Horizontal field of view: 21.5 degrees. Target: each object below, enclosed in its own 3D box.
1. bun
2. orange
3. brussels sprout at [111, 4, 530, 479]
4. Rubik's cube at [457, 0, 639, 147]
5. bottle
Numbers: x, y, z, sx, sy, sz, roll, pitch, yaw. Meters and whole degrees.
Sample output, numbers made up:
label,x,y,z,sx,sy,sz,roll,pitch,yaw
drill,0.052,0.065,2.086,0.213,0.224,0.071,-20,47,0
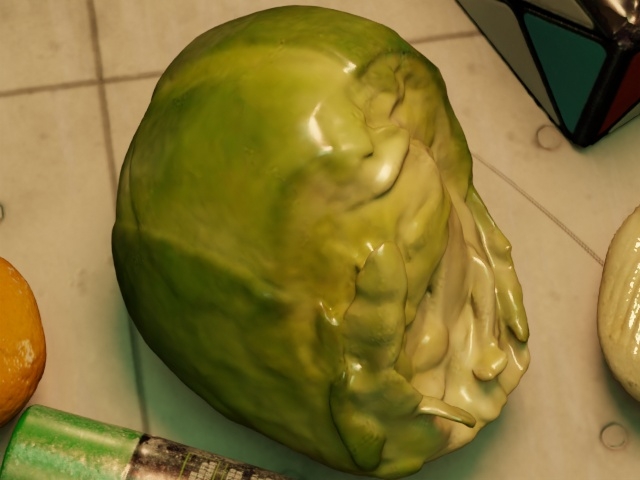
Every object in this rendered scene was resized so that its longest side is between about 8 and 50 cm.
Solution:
label,x,y,z,sx,sy,sz,roll,pitch,yaw
bun,0.342,0.054,1.389,0.231,0.133,0.231,-12,58,20
orange,-0.304,0.086,1.336,0.177,0.177,0.155,-46,117,-16
brussels sprout,0.000,0.000,1.319,0.276,0.314,0.371,-44,114,-41
Rubik's cube,0.261,-0.269,1.446,0.248,0.250,0.246,-34,75,-11
bottle,-0.087,0.216,1.336,0.330,0.093,0.093,17,70,3
